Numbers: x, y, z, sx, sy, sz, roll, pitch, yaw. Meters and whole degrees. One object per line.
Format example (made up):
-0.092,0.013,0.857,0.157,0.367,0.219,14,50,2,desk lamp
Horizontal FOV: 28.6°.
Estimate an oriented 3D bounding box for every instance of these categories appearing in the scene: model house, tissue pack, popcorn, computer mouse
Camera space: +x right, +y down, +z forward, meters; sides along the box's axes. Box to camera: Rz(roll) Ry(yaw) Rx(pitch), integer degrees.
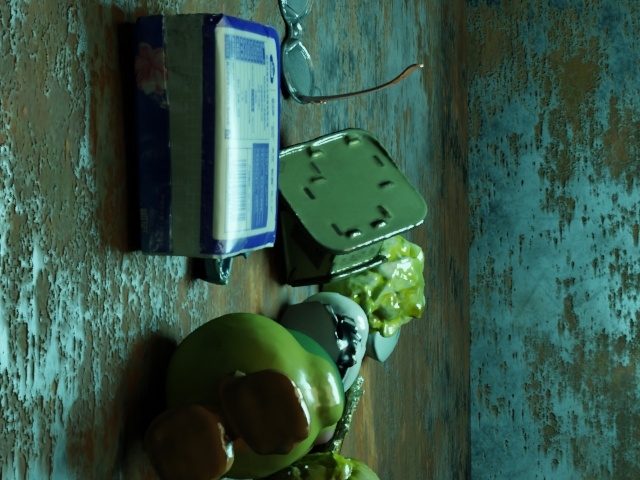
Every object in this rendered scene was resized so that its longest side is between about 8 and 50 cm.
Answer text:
0.000,0.000,1.952,0.205,0.218,0.279,55,-37,24,model house
-0.132,-0.120,1.435,0.209,0.137,0.270,-22,114,-74,tissue pack
0.093,0.073,2.172,0.185,0.167,0.187,32,62,-71,popcorn
0.116,0.124,2.426,0.128,0.079,0.231,65,25,-61,computer mouse

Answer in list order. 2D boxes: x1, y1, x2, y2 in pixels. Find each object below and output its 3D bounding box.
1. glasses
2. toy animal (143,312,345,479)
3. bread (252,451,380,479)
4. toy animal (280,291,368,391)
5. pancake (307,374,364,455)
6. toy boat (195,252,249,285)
0.060,-0.328,1.911,0.118,0.268,0.234,1,90,-56,glasses
-0.082,0.180,1.482,0.191,0.216,0.338,63,10,9,toy animal
-0.024,0.370,1.618,0.246,0.195,0.176,117,-39,-61,bread
0.011,0.147,1.897,0.166,0.138,0.179,-59,174,20,toy animal
0.028,0.312,1.950,0.266,0.057,0.244,-79,-168,-45,pancake
-0.118,0.006,1.597,0.137,0.061,0.060,-74,157,-46,toy boat
